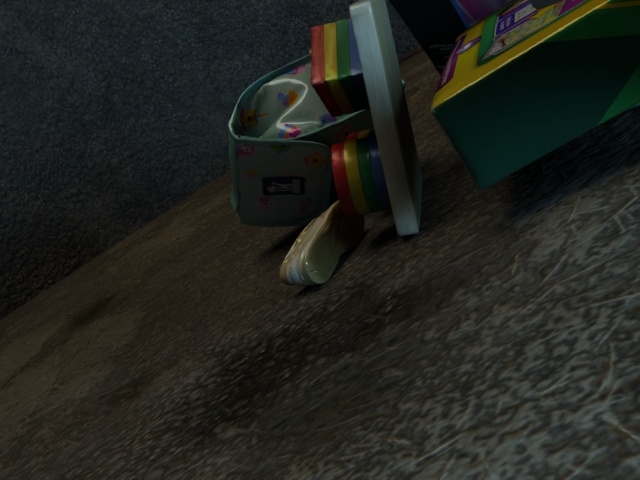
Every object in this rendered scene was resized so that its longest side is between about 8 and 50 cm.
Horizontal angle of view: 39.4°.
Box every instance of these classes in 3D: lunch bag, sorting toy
[{"bbox_3d":[-0.019,-0.144,1.310,0.262,0.160,0.223,-33,-24,-20],"label":"lunch bag"},{"bbox_3d":[0.053,-0.156,1.077,0.090,0.257,0.255,-10,16,10],"label":"sorting toy"}]

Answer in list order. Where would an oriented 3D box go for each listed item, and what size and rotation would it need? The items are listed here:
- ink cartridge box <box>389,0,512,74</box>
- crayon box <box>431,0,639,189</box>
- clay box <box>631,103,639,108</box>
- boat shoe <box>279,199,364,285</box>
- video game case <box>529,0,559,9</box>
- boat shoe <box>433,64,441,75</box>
[{"bbox_3d":[0.218,-0.302,1.226,0.176,0.371,0.069,1,72,30],"label":"ink cartridge box"},{"bbox_3d":[0.288,-0.223,0.931,0.313,0.106,0.363,-29,14,23],"label":"crayon box"},{"bbox_3d":[0.407,-0.227,1.010,0.127,0.053,0.222,-21,16,47],"label":"clay box"},{"bbox_3d":[0.000,0.000,1.083,0.059,0.063,0.170,-16,19,34],"label":"boat shoe"},{"bbox_3d":[0.341,-0.267,0.591,0.300,0.036,0.329,-34,12,-34],"label":"video game case"},{"bbox_3d":[0.302,-0.371,1.723,0.103,0.113,0.302,-38,11,-3],"label":"boat shoe"}]
